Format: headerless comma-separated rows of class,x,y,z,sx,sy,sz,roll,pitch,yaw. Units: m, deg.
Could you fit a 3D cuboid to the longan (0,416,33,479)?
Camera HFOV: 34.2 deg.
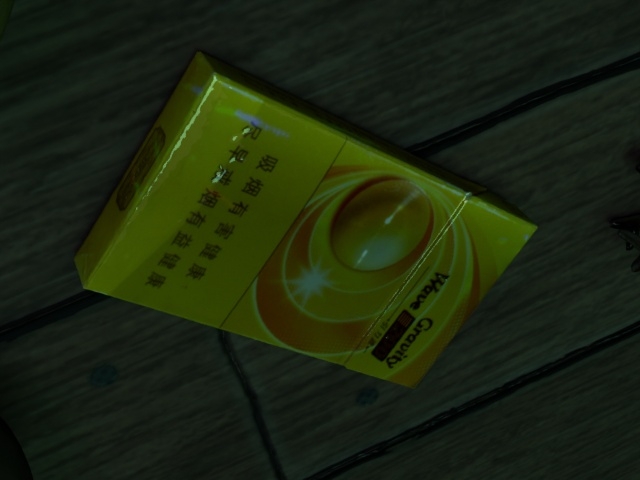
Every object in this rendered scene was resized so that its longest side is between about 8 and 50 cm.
longan,-0.252,0.167,0.567,0.198,0.198,0.212,-3,115,-25

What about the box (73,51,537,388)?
box,0.000,0.000,0.659,0.269,0.043,0.152,22,113,-36

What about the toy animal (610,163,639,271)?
toy animal,0.336,-0.092,0.731,0.243,0.087,0.260,-12,126,-16

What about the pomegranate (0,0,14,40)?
pomegranate,-0.227,-0.118,0.317,0.281,0.281,0.281,-14,129,-17
